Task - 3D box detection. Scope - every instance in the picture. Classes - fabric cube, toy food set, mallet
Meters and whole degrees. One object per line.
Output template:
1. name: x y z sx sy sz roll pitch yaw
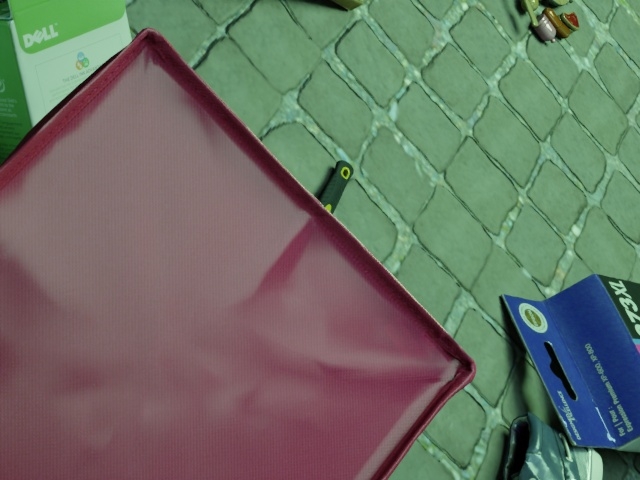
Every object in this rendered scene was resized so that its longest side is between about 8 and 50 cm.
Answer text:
1. fabric cube: -0.123 0.082 0.711 0.259 0.258 0.254 47 67 -12
2. toy food set: 0.261 -0.261 1.457 0.122 0.019 0.078 -1 69 -50
3. mallet: 0.000 0.000 1.078 0.062 0.039 0.189 47 42 -10

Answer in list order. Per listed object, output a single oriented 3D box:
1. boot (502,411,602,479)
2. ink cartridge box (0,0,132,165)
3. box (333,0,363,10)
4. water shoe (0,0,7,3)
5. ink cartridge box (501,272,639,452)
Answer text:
1. boot: 0.195 0.244 1.102 0.086 0.069 0.190 31 42 -19
2. ink cartridge box: -0.187 -0.121 0.886 0.109 0.062 0.209 -34 124 -47
3. box: -0.034 -0.315 1.176 0.201 0.021 0.164 13 58 -58
4. water shoe: -0.241 -0.197 0.933 0.073 0.080 0.203 -27 87 -45
5. ink cartridge box: 0.357 0.130 1.272 0.371 0.069 0.175 9 45 -36
